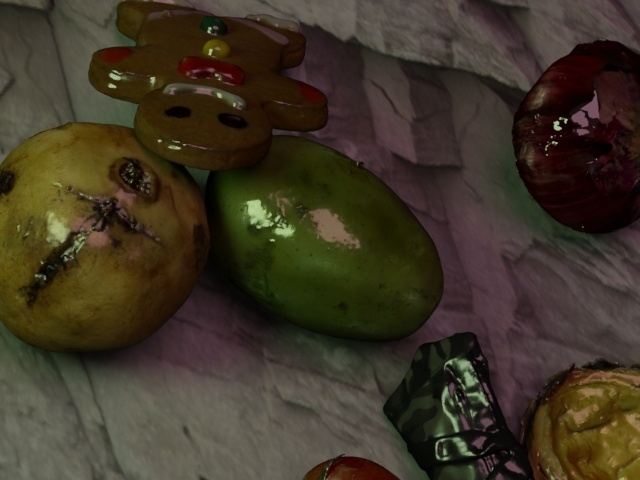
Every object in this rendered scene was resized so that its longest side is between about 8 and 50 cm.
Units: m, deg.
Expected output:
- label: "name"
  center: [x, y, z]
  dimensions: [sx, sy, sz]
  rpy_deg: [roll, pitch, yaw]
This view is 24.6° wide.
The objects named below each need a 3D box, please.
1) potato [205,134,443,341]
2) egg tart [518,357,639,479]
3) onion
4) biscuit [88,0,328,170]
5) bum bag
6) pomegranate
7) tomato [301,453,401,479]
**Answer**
- label: "potato"
  center: [-0.002, 0.002, 1.699]
  dimensions: [0.304, 0.216, 0.216]
  rpy_deg: [39, 59, -2]
- label: "egg tart"
  center: [0.359, 0.275, 1.731]
  dimensions: [0.278, 0.095, 0.279]
  rpy_deg: [6, 58, -9]
- label: "onion"
  center: [0.340, -0.133, 1.883]
  dimensions: [0.252, 0.219, 0.252]
  rpy_deg: [-12, 107, -44]
- label: "biscuit"
  center: [-0.125, -0.198, 1.711]
  dimensions: [0.283, 0.064, 0.432]
  rpy_deg: [11, 26, -4]
- label: "bum bag"
  center: [0.181, 0.270, 1.660]
  dimensions: [0.144, 0.095, 0.341]
  rpy_deg: [-32, 71, 18]
- label: "pomegranate"
  center: [-0.249, -0.005, 1.609]
  dimensions: [0.260, 0.260, 0.260]
  rpy_deg: [7, 61, -13]
- label: "tomato"
  center: [0.040, 0.316, 1.582]
  dimensions: [0.167, 0.167, 0.167]
  rpy_deg: [7, 61, -13]
